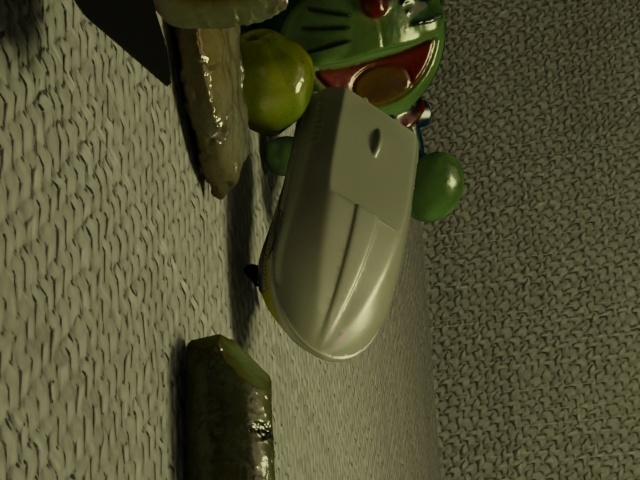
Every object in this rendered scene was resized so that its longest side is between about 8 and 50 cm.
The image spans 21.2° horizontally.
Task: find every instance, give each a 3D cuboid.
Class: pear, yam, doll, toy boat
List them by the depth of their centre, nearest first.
[{"bbox_3d":[-0.065,0.135,1.240,0.069,0.070,0.146,66,20,-64],"label":"yam"},{"bbox_3d":[-0.045,-0.143,1.560,0.092,0.092,0.097,-86,166,-54],"label":"pear"},{"bbox_3d":[0.005,-0.007,1.565,0.140,0.141,0.269,70,35,-58],"label":"toy boat"},{"bbox_3d":[0.030,-0.172,1.723,0.186,0.199,0.321,-150,-129,-62],"label":"doll"}]

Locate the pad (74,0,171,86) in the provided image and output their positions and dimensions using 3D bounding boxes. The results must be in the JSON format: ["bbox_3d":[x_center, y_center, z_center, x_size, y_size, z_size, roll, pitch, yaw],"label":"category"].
[{"bbox_3d":[-0.175,-0.263,0.976,0.315,0.063,0.375,36,37,-78],"label":"pad"}]

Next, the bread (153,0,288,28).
[{"bbox_3d":[-0.071,-0.341,1.288,0.187,0.155,0.338,72,14,-48],"label":"bread"}]

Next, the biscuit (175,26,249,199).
[{"bbox_3d":[-0.094,-0.182,1.406,0.141,0.038,0.289,45,39,-77],"label":"biscuit"}]
